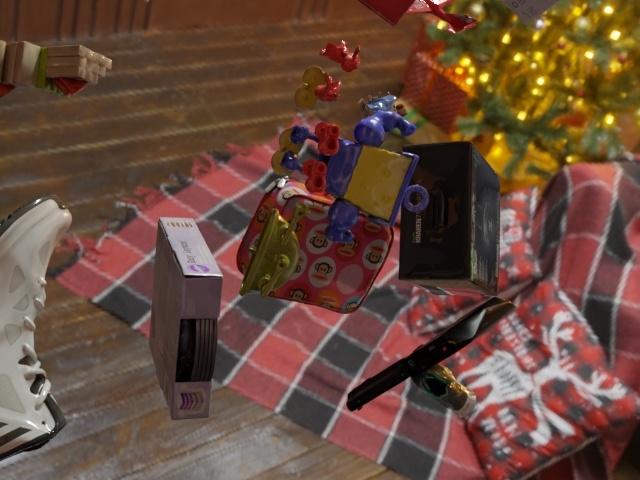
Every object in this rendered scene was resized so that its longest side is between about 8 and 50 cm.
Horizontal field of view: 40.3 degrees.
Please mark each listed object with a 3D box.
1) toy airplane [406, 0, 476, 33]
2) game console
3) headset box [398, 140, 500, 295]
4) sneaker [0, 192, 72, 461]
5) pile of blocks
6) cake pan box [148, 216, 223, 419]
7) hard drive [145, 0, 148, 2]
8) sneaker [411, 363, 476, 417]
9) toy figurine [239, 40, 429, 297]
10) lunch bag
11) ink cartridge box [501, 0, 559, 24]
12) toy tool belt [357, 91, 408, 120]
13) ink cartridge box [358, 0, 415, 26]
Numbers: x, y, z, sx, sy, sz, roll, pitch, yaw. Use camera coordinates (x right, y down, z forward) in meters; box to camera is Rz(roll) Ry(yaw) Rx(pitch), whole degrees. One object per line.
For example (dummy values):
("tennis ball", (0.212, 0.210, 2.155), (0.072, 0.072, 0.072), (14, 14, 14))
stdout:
("toy airplane", (0.194, -0.376, 1.427), (0.151, 0.028, 0.151), (6, 37, -4))
("game console", (0.183, 0.215, 1.594), (0.213, 0.361, 0.044), (-25, 79, -48))
("headset box", (0.239, -0.033, 1.603), (0.131, 0.247, 0.283), (-1, -10, 22))
("sneaker", (-0.453, 0.155, 1.289), (0.257, 0.169, 0.448), (39, 58, -12))
("pile of blocks", (-0.611, -0.331, 1.758), (0.362, 0.113, 0.149), (5, -4, 0))
("cake pan box", (-0.221, 0.119, 1.398), (0.070, 0.246, 0.267), (-1, 20, -19))
("hard drive", (-0.335, -0.473, 1.172), (0.318, 0.210, 0.040), (37, 71, -13))
("sneaker", (0.206, 0.253, 1.567), (0.076, 0.065, 0.166), (32, -3, -33))
("toy figurine", (0.053, -0.061, 1.177), (0.217, 0.363, 0.191), (20, -3, -21))
("lunch bag", (0.000, 0.000, 1.746), (0.293, 0.258, 0.120), (18, 13, -34))
("ink cartridge box", (0.400, -0.510, 1.531), (0.165, 0.332, 0.065), (43, 75, -7))
("toy tool belt", (0.093, -0.198, 1.297), (0.083, 0.051, 0.052), (-28, 25, -27))
("ink cartridge box", (-0.007, -0.390, 0.987), (0.272, 0.114, 0.197), (26, 25, -33))
